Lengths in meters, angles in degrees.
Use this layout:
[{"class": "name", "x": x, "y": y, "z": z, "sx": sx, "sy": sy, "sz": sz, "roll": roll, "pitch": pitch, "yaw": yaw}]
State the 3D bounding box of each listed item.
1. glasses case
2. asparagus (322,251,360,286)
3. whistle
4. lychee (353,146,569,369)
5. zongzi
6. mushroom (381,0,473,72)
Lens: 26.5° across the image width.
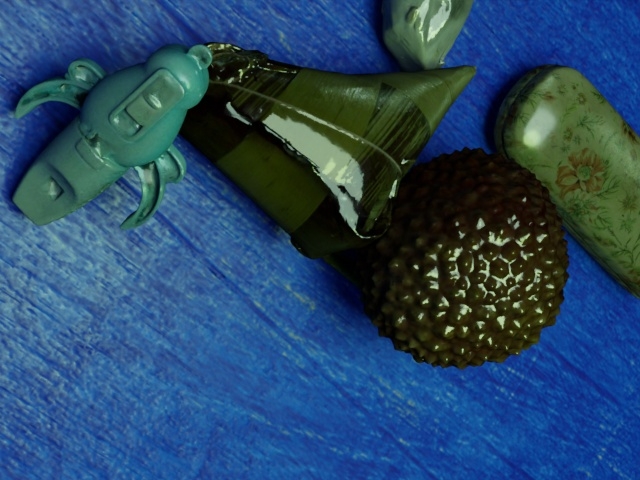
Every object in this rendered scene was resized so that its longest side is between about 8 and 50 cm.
[{"class": "glasses case", "x": 0.393, "y": -0.072, "z": 1.862, "sx": 0.425, "sy": 0.098, "sz": 0.156, "roll": 41, "pitch": 80, "yaw": -31}, {"class": "asparagus", "x": 0.001, "y": 0.000, "z": 1.675, "sx": 0.236, "sy": 0.027, "sz": 0.034, "roll": 45, "pitch": 71, "yaw": -30}, {"class": "whistle", "x": -0.216, "y": -0.114, "z": 1.432, "sx": 0.274, "sy": 0.093, "sz": 0.186, "roll": -39, "pitch": 102, "yaw": 17}, {"class": "lychee", "x": 0.164, "y": 0.024, "z": 1.646, "sx": 0.267, "sy": 0.267, "sz": 0.267, "roll": -7, "pitch": 103, "yaw": -31}, {"class": "zongzi", "x": 0.004, "y": -0.178, "z": 1.571, "sx": 0.289, "sy": 0.154, "sz": 0.317, "roll": 44, "pitch": 68, "yaw": -19}, {"class": "mushroom", "x": 0.149, "y": -0.372, "z": 1.657, "sx": 0.109, "sy": 0.097, "sz": 0.351, "roll": 14, "pitch": 88, "yaw": -39}]
